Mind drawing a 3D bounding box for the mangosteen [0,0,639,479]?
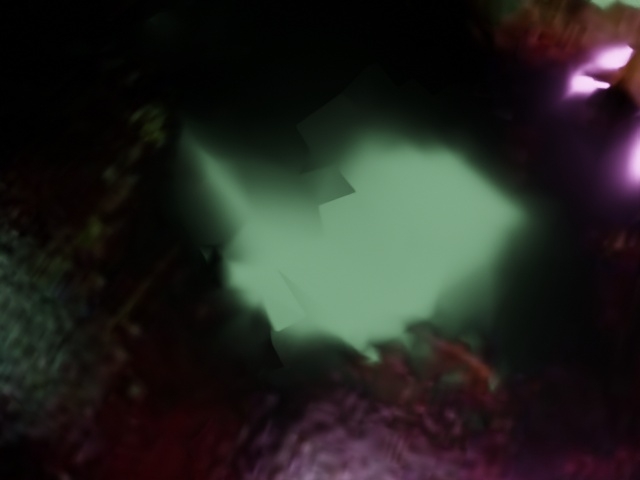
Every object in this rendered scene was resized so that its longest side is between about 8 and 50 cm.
[{"bbox_3d":[0.003,0.014,0.486,0.297,0.313,0.297,22,54,-35],"label":"mangosteen"}]
